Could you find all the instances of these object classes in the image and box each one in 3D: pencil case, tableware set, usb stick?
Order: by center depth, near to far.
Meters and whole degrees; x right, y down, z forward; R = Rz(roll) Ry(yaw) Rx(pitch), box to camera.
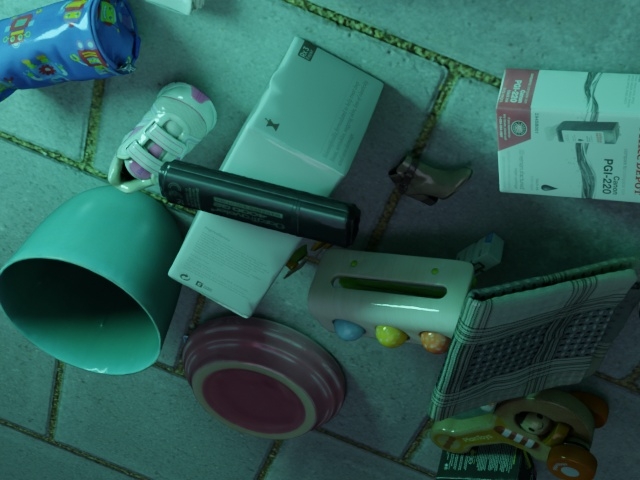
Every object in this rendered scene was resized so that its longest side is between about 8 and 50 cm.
[{"bbox_3d":[-0.082,-0.050,1.446,0.278,0.045,0.077,14,145,10],"label":"usb stick"},{"bbox_3d":[-0.403,-0.281,1.602,0.306,0.119,0.133,-7,152,28],"label":"pencil case"},{"bbox_3d":[0.000,0.000,1.713,0.024,0.154,0.104,52,153,9],"label":"tableware set"}]

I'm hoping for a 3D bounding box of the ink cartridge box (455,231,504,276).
[{"bbox_3d":[0.249,0.027,1.702,0.028,0.048,0.083,37,138,-18],"label":"ink cartridge box"}]

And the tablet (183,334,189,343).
[{"bbox_3d":[-0.229,0.212,2.133,0.083,0.006,0.054,11,138,13],"label":"tablet"}]

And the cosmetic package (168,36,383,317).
[{"bbox_3d":[-0.072,-0.085,1.599,0.156,0.217,0.385,29,140,-7],"label":"cosmetic package"}]

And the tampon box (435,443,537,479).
[{"bbox_3d":[0.321,0.451,2.080,0.161,0.101,0.120,-3,134,25],"label":"tampon box"}]

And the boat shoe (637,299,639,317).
[{"bbox_3d":[0.580,0.092,1.611,0.233,0.079,0.084,-18,127,38],"label":"boat shoe"}]

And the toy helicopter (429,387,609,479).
[{"bbox_3d":[0.320,0.325,1.931,0.235,0.140,0.355,40,144,-23],"label":"toy helicopter"}]

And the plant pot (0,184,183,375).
[{"bbox_3d":[-0.366,0.047,1.844,0.293,0.235,0.293,12,138,11],"label":"plant pot"}]

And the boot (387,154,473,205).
[{"bbox_3d":[0.159,-0.098,1.615,0.087,0.042,0.118,38,136,-14],"label":"boot"}]

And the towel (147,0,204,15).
[{"bbox_3d":[-0.289,-0.468,1.407,0.331,0.053,0.317,20,139,1],"label":"towel"}]

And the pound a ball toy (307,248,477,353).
[{"bbox_3d":[0.163,0.129,1.747,0.319,0.136,0.208,6,154,31],"label":"pound a ball toy"}]

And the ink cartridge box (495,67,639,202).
[{"bbox_3d":[0.351,-0.140,1.451,0.217,0.092,0.159,4,136,17],"label":"ink cartridge box"}]

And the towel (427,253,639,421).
[{"bbox_3d":[0.338,0.158,1.662,0.324,0.056,0.312,-12,140,-20],"label":"towel"}]

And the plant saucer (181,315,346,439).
[{"bbox_3d":[-0.118,0.282,2.097,0.332,0.084,0.332,11,138,10],"label":"plant saucer"}]

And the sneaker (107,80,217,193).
[{"bbox_3d":[-0.249,-0.147,1.682,0.103,0.111,0.252,34,137,-14],"label":"sneaker"}]
